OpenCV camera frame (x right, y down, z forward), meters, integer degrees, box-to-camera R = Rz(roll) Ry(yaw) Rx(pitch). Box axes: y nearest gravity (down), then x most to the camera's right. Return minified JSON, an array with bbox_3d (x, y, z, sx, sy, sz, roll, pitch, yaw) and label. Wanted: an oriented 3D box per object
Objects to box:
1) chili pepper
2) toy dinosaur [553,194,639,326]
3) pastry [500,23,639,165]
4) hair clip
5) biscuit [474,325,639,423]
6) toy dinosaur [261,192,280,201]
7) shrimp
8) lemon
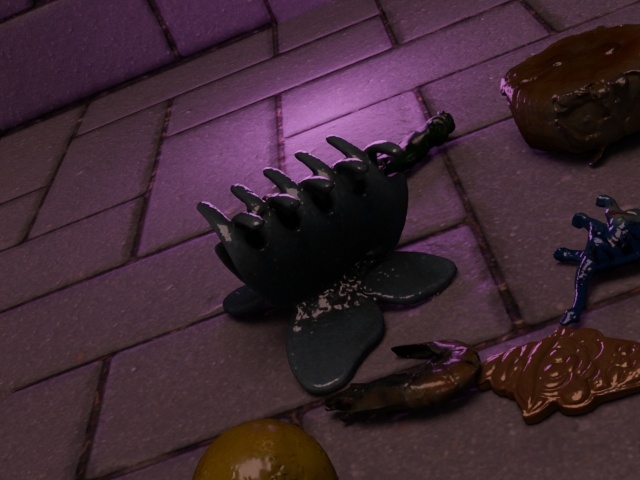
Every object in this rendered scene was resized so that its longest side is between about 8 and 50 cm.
[{"bbox_3d":[0.164,-0.169,1.813,0.224,0.061,0.098,-38,16,-19],"label":"chili pepper"},{"bbox_3d":[0.414,-0.006,1.312,0.329,0.076,0.144,-34,35,-14],"label":"toy dinosaur"},{"bbox_3d":[0.479,-0.271,1.656,0.329,0.136,0.330,-20,26,10],"label":"pastry"},{"bbox_3d":[0.000,0.000,1.459,0.318,0.238,0.392,-29,27,-14],"label":"hair clip"},{"bbox_3d":[0.308,0.158,1.155,0.250,0.035,0.162,-8,36,26],"label":"biscuit"},{"bbox_3d":[-0.030,-0.031,1.704,0.259,0.094,0.153,9,45,34],"label":"toy dinosaur"},{"bbox_3d":[0.110,0.181,1.255,0.217,0.051,0.150,-16,20,21],"label":"shrimp"},{"bbox_3d":[-0.063,0.288,1.064,0.173,0.174,0.206,-22,19,4],"label":"lemon"}]
